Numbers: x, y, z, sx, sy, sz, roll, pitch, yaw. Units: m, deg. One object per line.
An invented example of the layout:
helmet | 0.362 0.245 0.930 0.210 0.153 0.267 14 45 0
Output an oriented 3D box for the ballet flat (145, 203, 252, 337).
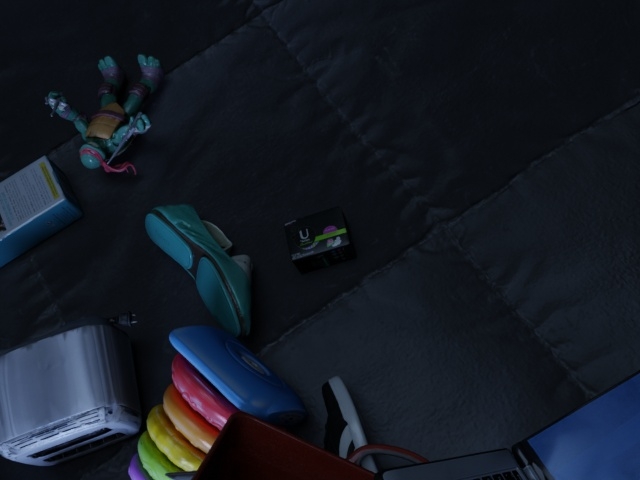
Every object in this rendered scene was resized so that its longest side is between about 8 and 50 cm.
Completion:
ballet flat | -0.146 0.028 1.083 0.087 0.083 0.247 -23 55 -35

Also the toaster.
toaster | -0.328 0.199 1.025 0.227 0.129 0.146 -20 66 2

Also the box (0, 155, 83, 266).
box | -0.498 -0.021 1.208 0.244 0.060 0.100 -32 61 -2

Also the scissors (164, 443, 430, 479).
scissors | -0.018 0.258 0.876 0.297 0.021 0.109 15 75 6

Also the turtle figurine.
turtle figurine | -0.333 -0.192 1.216 0.175 0.118 0.234 12 53 4

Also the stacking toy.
stacking toy | -0.171 0.268 0.950 0.166 0.175 0.302 38 91 25

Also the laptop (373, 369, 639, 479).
laptop | 0.331 0.306 0.732 0.236 0.408 0.382 -49 55 25

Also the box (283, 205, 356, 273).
box | 0.000 0.000 1.073 0.083 0.052 0.062 -18 63 8

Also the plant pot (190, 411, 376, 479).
plant pot | -0.038 0.372 0.746 0.267 0.267 0.235 24 111 5

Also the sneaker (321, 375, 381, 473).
sneaker | 0.009 0.276 0.923 0.121 0.079 0.217 -22 63 1
